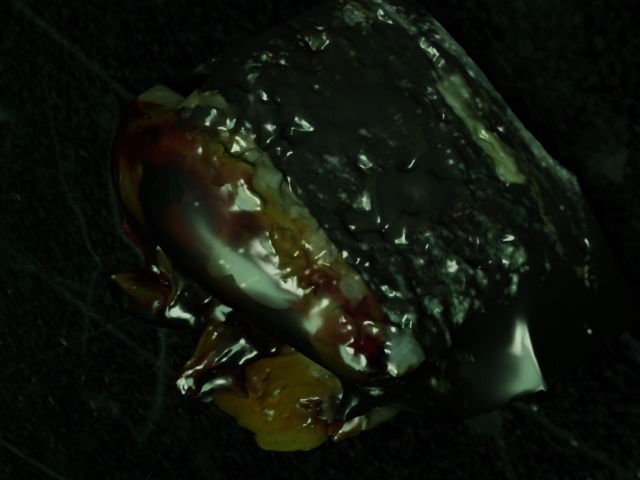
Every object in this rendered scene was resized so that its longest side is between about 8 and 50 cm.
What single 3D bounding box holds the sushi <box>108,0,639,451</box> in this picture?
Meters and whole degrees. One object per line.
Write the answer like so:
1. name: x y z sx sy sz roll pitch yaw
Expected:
1. sushi: 0.000 -0.001 0.916 0.215 0.212 0.227 -20 100 53
